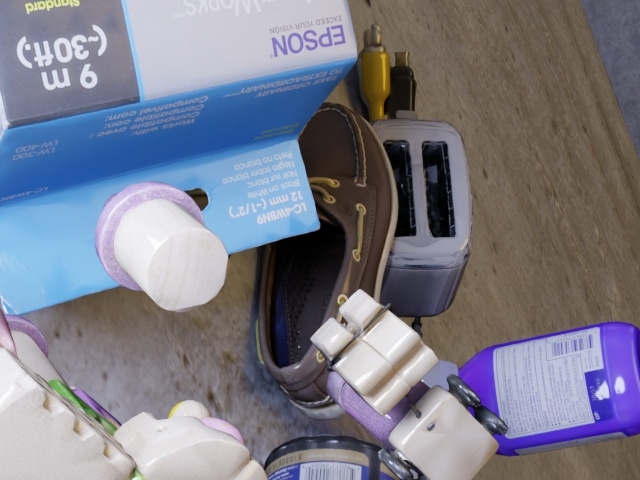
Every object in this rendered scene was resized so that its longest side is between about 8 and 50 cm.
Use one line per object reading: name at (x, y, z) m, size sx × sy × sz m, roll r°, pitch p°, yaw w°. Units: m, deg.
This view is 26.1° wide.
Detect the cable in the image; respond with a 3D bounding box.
cable at (0.074, -0.105, 1.632) m, size 0.139 × 0.072 × 0.287 m, roll 53°, pitch 40°, yaw -76°

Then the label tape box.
label tape box at (-0.111, -0.148, 0.868) m, size 0.249 × 0.115 × 0.347 m, roll -16°, pitch 96°, yaw -31°

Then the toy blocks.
toy blocks at (-0.129, 0.097, 0.774) m, size 0.288 × 0.309 × 0.260 m, roll 48°, pitch -7°, yaw -35°

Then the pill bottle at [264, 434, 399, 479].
pill bottle at (0.006, 0.280, 1.128) m, size 0.123 × 0.123 × 0.219 m, roll 51°, pitch 34°, yaw -45°

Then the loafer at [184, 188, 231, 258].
loafer at (-0.122, -0.009, 1.072) m, size 0.267 × 0.096 × 0.084 m, roll 5°, pitch 92°, yaw -59°

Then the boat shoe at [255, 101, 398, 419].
boat shoe at (0.000, 0.000, 1.293) m, size 0.097 × 0.116 × 0.324 m, roll 48°, pitch 41°, yaw -53°

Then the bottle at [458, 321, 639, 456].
bottle at (0.206, 0.166, 1.446) m, size 0.092 × 0.283 × 0.118 m, roll 36°, pitch 44°, yaw -56°

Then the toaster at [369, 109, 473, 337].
toaster at (0.089, -0.020, 1.430) m, size 0.146 × 0.129 × 0.227 m, roll 103°, pitch -13°, yaw -64°

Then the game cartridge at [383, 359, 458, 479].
game cartridge at (0.086, 0.315, 1.241) m, size 0.230 × 0.068 × 0.355 m, roll 93°, pitch 1°, yaw -54°
